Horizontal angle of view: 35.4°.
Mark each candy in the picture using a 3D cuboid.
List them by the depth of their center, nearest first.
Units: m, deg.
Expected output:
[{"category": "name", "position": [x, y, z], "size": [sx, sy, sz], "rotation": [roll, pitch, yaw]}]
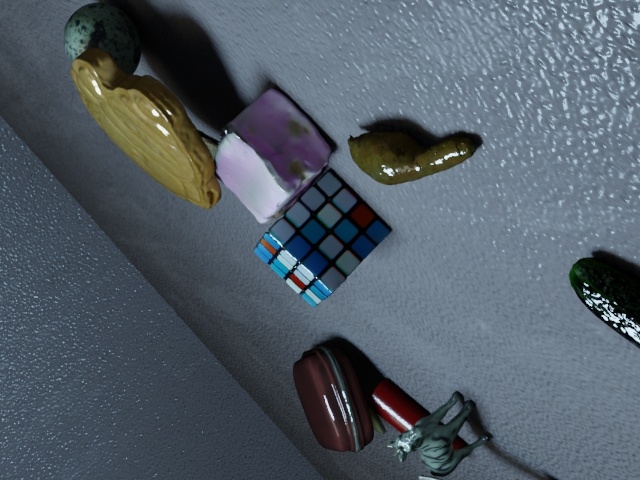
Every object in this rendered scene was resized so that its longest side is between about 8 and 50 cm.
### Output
[{"category": "candy", "position": [-0.088, -0.128, 1.655], "size": [0.155, 0.116, 0.265], "rotation": [45, 163, 1]}]

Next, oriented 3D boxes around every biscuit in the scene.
[{"category": "biscuit", "position": [-0.305, -0.191, 1.728], "size": [0.312, 0.057, 0.351], "rotation": [37, 161, 14]}]

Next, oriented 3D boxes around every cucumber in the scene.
[{"category": "cucumber", "position": [0.387, 0.095, 1.163], "size": [0.241, 0.074, 0.074], "rotation": [35, 160, 32]}]

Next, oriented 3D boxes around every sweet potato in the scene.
[{"category": "sweet potato", "position": [0.109, -0.108, 1.333], "size": [0.269, 0.075, 0.074], "rotation": [10, 141, 55]}]

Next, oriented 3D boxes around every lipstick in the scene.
[{"category": "lipstick", "position": [0.212, 0.412, 2.251], "size": [0.241, 0.080, 0.080], "rotation": [39, 161, 21]}]

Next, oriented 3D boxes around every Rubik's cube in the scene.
[{"category": "Rubik's cube", "position": [0.000, 0.000, 1.680], "size": [0.151, 0.155, 0.154], "rotation": [45, 163, 1]}]

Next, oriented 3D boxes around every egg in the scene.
[{"category": "egg", "position": [-0.388, -0.351, 1.810], "size": [0.132, 0.132, 0.172], "rotation": [36, 167, 26]}]

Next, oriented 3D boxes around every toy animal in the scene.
[{"category": "toy animal", "position": [0.237, 0.376, 1.979], "size": [0.090, 0.170, 0.255], "rotation": [36, 179, 43]}]

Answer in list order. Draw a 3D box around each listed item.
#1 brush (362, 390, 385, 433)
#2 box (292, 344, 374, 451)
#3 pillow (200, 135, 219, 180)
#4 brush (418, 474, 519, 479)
[{"category": "brush", "position": [0.111, 0.434, 2.598], "size": [0.043, 0.036, 0.248], "rotation": [35, 160, 42]}, {"category": "box", "position": [0.027, 0.379, 2.400], "size": [0.404, 0.108, 0.263], "rotation": [136, 115, -78]}, {"category": "pillow", "position": [-0.182, -0.141, 1.976], "size": [0.211, 0.034, 0.135], "rotation": [28, 157, 47]}, {"category": "brush", "position": [0.352, 0.487, 1.955], "size": [0.321, 0.050, 0.060], "rotation": [6, 153, 23]}]
